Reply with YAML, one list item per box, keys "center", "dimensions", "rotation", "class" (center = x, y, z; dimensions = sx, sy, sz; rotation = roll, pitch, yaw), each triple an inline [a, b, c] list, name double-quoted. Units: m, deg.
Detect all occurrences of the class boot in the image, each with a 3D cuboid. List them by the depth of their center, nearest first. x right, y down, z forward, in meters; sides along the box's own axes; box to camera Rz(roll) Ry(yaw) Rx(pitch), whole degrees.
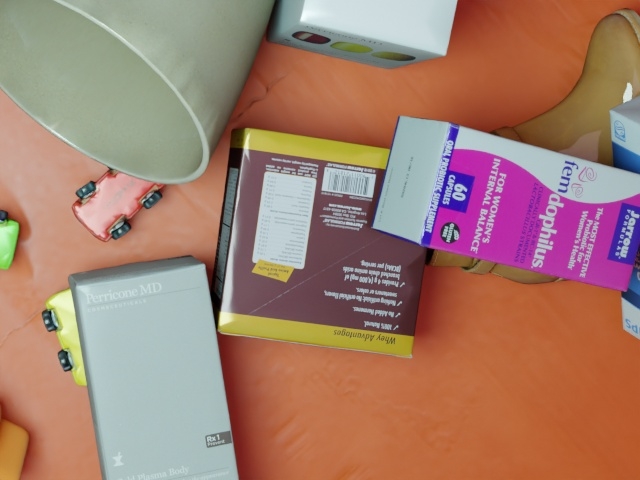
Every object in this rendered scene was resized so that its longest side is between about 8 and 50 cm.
- center: [0.212, -0.096, 1.458]
  dimensions: [0.220, 0.109, 0.283]
  rotation: [3, 107, -15]
  class: "boot"

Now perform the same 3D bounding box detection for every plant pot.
- center: [-0.144, -0.238, 1.333]
  dimensions: [0.256, 0.256, 0.274]
  rotation: [36, 66, -9]
  class: "plant pot"

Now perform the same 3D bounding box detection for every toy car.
- center: [-0.278, 0.006, 1.417]
  dimensions: [0.225, 0.053, 0.239]
  rotation: [13, 91, -9]
  class: "toy car"

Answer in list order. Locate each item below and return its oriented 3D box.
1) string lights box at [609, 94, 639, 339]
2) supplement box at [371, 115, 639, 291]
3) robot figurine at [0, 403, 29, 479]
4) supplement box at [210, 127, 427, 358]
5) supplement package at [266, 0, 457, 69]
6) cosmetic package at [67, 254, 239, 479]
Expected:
- center: [0.363, -0.028, 1.433]
  dimensions: [0.133, 0.077, 0.260]
  rotation: [-26, 124, -22]
  class: "string lights box"
- center: [0.176, -0.034, 1.335]
  dimensions: [0.220, 0.114, 0.111]
  rotation: [12, 94, -23]
  class: "supplement box"
- center: [-0.386, 0.178, 1.367]
  dimensions: [0.219, 0.158, 0.128]
  rotation: [25, 77, -18]
  class: "robot figurine"
- center: [0.000, 0.000, 1.419]
  dimensions: [0.191, 0.129, 0.194]
  rotation: [8, 93, -9]
  class: "supplement box"
- center: [0.040, -0.242, 1.350]
  dimensions: [0.139, 0.244, 0.134]
  rotation: [11, 92, -9]
  class: "supplement package"
- center: [-0.155, 0.139, 1.369]
  dimensions: [0.127, 0.107, 0.238]
  rotation: [-12, 100, -12]
  class: "cosmetic package"
